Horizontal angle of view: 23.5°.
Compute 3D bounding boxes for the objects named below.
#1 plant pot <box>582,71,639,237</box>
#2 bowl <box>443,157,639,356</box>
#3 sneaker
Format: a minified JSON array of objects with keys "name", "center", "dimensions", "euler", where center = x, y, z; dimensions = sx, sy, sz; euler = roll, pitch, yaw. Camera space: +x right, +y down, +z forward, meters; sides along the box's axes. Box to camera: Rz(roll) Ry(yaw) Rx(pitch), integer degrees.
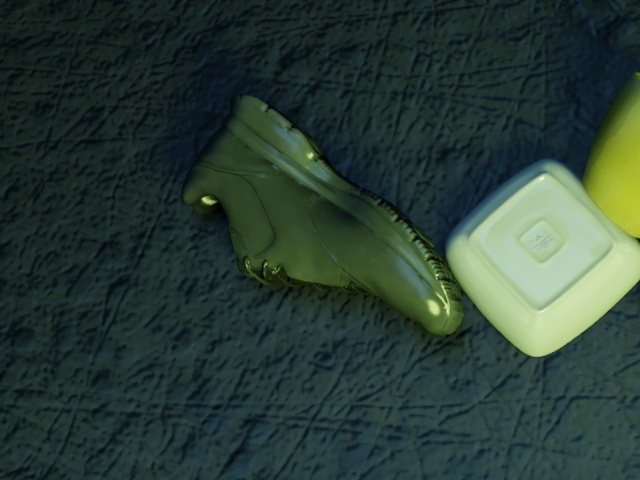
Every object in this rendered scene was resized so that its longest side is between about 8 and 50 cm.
[{"name":"plant pot","center":[0.273,-0.058,1.266],"dimensions":[0.095,0.134,0.134],"euler":[-47,71,19]},{"name":"bowl","center":[0.186,0.009,1.291],"dimensions":[0.142,0.053,0.142],"euler":[-40,72,-2]},{"name":"sneaker","center":[0.000,0.000,1.306],"dimensions":[0.286,0.109,0.130],"euler":[40,90,26]}]
